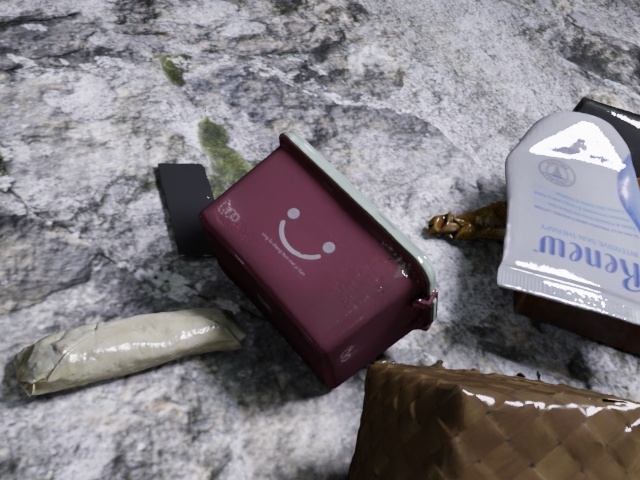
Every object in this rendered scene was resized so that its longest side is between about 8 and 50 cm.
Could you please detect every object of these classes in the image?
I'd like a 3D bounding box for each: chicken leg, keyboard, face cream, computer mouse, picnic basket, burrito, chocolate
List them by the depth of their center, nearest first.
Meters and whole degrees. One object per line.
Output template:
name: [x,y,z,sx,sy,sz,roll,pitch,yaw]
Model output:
picnic basket: [0.152,0.281,0.825,0.254,0.291,0.321,11,85,-14]
burrito: [-0.212,0.123,0.995,0.275,0.059,0.082,-8,34,-29]
keyboard: [-0.184,-0.045,1.226,0.074,0.015,0.196,-4,46,-20]
face cream: [0.372,-0.046,1.252,0.235,0.137,0.420,17,43,-3]
chocolate: [0.444,0.096,1.256,0.321,0.112,0.112,18,38,-1]
chicken leg: [0.270,-0.019,1.338,0.208,0.085,0.101,-4,57,-14]
computer mouse: [0.544,-0.136,1.501,0.269,0.170,0.100,17,26,0]

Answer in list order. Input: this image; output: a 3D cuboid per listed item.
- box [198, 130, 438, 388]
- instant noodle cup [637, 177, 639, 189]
box: [-0.008,0.031,1.063,0.167,0.193,0.294,-39,64,-12]
instant noodle cup: [0.597,-0.007,1.408,0.185,0.168,0.168,11,41,-22]
